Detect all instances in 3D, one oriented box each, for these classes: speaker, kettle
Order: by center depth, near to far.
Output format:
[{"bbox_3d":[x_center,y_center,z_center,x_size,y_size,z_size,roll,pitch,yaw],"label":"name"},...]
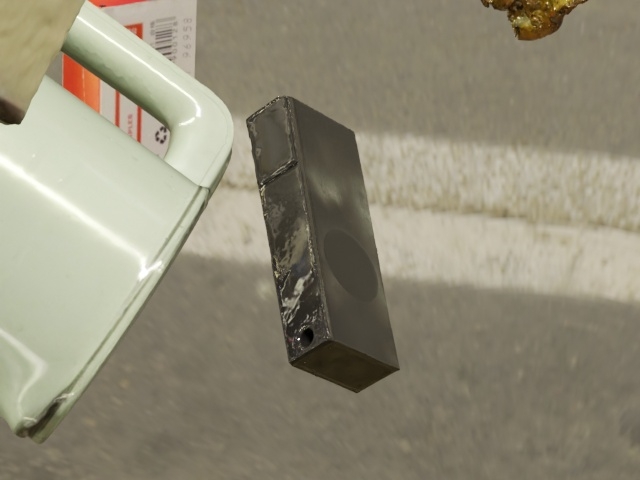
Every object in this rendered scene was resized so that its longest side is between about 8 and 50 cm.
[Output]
[{"bbox_3d":[-0.241,-0.051,1.242,0.318,0.265,0.205,34,114,-4],"label":"kettle"},{"bbox_3d":[0.000,0.000,1.435,0.044,0.082,0.218,-33,50,29],"label":"speaker"}]

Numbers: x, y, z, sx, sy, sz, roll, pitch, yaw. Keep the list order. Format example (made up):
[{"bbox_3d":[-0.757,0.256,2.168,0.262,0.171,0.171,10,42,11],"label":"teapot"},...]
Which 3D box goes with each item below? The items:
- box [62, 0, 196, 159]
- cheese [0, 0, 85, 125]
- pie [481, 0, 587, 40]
[{"bbox_3d":[-0.160,-0.094,1.633,0.050,0.123,0.229,15,112,35],"label":"box"},{"bbox_3d":[-0.197,-0.140,0.753,0.034,0.400,0.085,25,86,23],"label":"cheese"},{"bbox_3d":[0.120,-0.158,0.987,0.034,0.170,0.092,-3,66,-31],"label":"pie"}]
